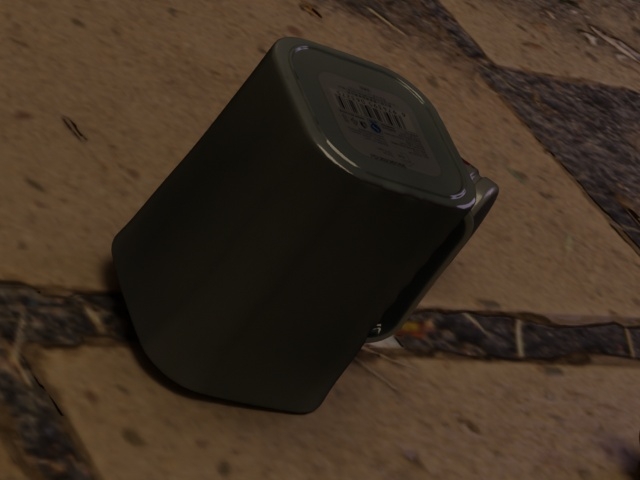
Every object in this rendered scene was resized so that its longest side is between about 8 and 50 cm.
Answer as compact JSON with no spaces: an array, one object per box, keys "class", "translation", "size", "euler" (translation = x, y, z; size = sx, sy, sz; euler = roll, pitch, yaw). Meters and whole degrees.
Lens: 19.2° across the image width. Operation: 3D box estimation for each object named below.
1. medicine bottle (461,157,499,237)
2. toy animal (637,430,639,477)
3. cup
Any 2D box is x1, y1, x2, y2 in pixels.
[{"class":"medicine bottle","translation":[0.036,-0.030,0.939],"size":[0.091,0.058,0.058],"euler":[37,27,9]},{"class":"toy animal","translation":[0.183,0.084,0.893],"size":[0.060,0.081,0.083],"euler":[50,12,27]},{"class":"cup","translation":[0.000,0.000,0.782],"size":[0.128,0.129,0.095],"euler":[16,38,-35]}]
